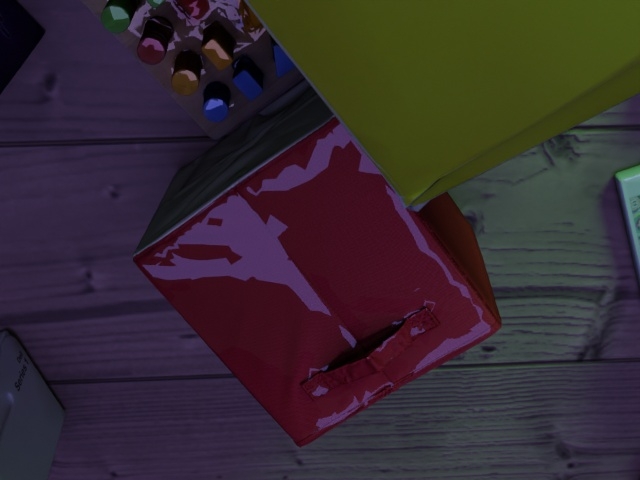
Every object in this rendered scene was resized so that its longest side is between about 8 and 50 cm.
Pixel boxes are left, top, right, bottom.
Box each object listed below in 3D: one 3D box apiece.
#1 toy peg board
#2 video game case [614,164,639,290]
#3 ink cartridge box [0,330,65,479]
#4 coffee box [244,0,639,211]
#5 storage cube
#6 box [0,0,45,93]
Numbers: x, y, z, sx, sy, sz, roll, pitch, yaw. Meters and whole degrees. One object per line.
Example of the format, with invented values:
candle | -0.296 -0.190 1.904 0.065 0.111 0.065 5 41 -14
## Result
toy peg board | -0.073 -0.167 0.666 0.161 0.079 0.160 -35 115 16
video game case | 0.352 -0.016 0.813 0.143 0.019 0.157 -19 119 7
ink cartridge box | -0.387 0.221 0.792 0.278 0.201 0.117 -21 119 8
coffee box | 0.086 -0.288 0.415 0.338 0.334 0.337 -27 125 22
storage cube | 0.000 0.000 0.694 0.183 0.215 0.193 -33 110 15
box | -0.298 -0.134 0.565 0.103 0.261 0.184 -37 115 16
